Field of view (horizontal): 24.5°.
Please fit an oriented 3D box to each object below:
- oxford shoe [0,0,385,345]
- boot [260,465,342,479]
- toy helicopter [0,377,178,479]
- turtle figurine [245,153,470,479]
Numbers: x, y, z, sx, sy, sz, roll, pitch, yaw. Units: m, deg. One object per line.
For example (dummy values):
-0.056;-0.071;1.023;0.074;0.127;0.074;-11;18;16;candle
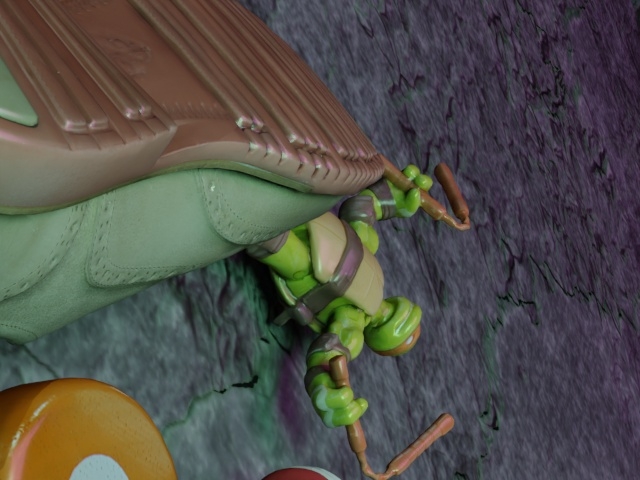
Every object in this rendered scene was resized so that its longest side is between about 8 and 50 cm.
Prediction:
-0.100;-0.036;0.654;0.140;0.146;0.397;50;21;18;oxford shoe
-0.034;0.203;0.663;0.176;0.088;0.244;37;42;-50;boot
-0.163;0.189;0.377;0.355;0.140;0.234;-23;101;-57;toy helicopter
0.000;0.000;0.903;0.217;0.087;0.269;46;41;-27;turtle figurine
